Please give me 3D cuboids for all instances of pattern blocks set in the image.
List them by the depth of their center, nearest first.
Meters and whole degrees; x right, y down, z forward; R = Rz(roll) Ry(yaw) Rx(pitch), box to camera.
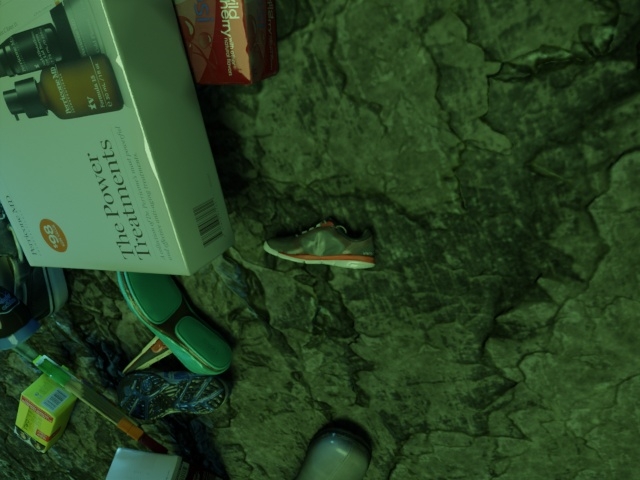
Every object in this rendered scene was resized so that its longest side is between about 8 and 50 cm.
[{"bbox_3d":[-0.413,0.279,0.803,0.285,0.026,0.325,24,148,20],"label":"pattern blocks set"}]

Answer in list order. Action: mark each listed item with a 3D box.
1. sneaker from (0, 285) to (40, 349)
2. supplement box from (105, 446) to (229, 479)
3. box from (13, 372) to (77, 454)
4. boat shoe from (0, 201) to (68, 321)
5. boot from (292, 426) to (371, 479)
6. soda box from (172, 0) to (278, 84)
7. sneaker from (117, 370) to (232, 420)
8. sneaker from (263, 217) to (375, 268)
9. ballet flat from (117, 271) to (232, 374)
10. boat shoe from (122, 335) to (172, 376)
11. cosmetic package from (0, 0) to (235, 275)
[{"bbox_3d":[-0.544,0.126,0.685,0.232,0.081,0.091,-14,116,15],"label":"sneaker"},{"bbox_3d":[-0.283,0.466,0.858,0.130,0.073,0.239,0,144,15],"label":"supplement box"},{"bbox_3d":[-0.578,0.368,0.936,0.087,0.058,0.232,39,128,-2],"label":"box"},{"bbox_3d":[-0.505,-0.002,0.707,0.121,0.119,0.335,0,117,16],"label":"boat shoe"},{"bbox_3d":[-0.021,0.500,0.771,0.118,0.223,0.338,25,120,3],"label":"boot"},{"bbox_3d":[-0.102,-0.301,0.455,0.083,0.092,0.263,5,118,14],"label":"soda box"},{"bbox_3d":[-0.257,0.271,0.790,0.211,0.081,0.080,0,78,12],"label":"sneaker"},{"bbox_3d":[0.000,0.000,0.614,0.157,0.061,0.065,6,91,12],"label":"sneaker"},{"bbox_3d":[-0.249,0.131,0.730,0.087,0.083,0.247,-31,104,41],"label":"ballet flat"},{"bbox_3d":[-0.309,0.213,0.807,0.043,0.049,0.137,43,115,-11],"label":"boat shoe"},{"bbox_3d":[-0.278,-0.150,0.502,0.284,0.097,0.377,1,115,28],"label":"cosmetic package"}]
